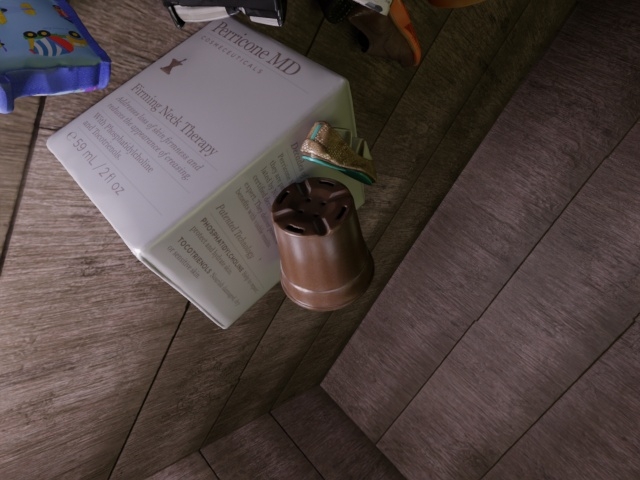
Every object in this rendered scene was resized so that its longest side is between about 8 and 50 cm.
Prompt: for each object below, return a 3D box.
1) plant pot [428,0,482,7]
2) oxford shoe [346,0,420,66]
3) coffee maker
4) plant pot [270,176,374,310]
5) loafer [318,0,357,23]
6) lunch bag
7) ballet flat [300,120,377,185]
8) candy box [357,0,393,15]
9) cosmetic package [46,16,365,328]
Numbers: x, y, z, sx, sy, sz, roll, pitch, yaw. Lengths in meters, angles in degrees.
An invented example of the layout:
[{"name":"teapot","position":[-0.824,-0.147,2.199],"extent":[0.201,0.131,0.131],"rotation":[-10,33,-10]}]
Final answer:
[{"name":"plant pot","position":[0.344,-0.695,1.013],"extent":[0.205,0.205,0.188],"rotation":[-42,137,-14]},{"name":"oxford shoe","position":[0.161,-0.519,1.067],"extent":[0.132,0.130,0.363],"rotation":[-22,169,20]},{"name":"coffee maker","position":[-0.143,-0.392,0.621],"extent":[0.171,0.178,0.120],"rotation":[2,90,-85]},{"name":"plant pot","position":[0.000,0.000,0.687],"extent":[0.167,0.167,0.165],"rotation":[-38,144,-21]},{"name":"loafer","position":[0.072,-0.553,0.866],"extent":[0.220,0.078,0.080],"rotation":[-43,162,13]},{"name":"lunch bag","position":[-0.374,-0.199,0.430],"extent":[0.221,0.293,0.138],"rotation":[-24,144,-42]},{"name":"ballet flat","position":[0.045,-0.137,0.678],"extent":[0.206,0.073,0.067],"rotation":[7,103,-62]},{"name":"candy box","position":[0.002,-0.471,0.716],"extent":[0.159,0.233,0.071],"rotation":[-13,136,-51]},{"name":"cosmetic package","position":[-0.176,-0.123,0.794],"extent":[0.393,0.329,0.327],"rotation":[-43,151,-13]}]
